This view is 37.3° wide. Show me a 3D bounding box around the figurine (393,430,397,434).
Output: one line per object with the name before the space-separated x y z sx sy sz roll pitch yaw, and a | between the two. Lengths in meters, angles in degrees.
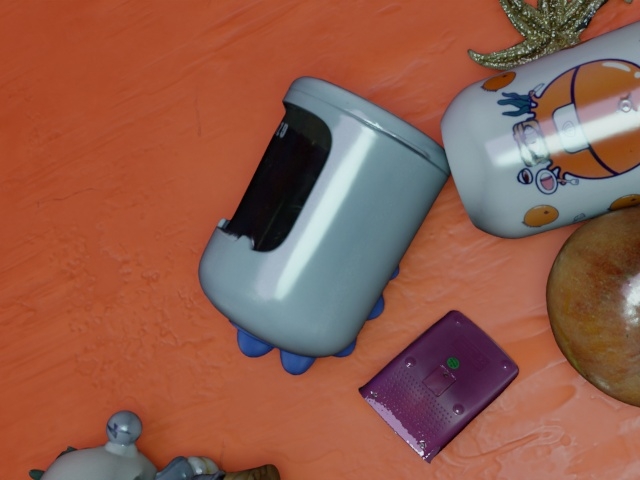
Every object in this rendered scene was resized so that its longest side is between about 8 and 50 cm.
figurine | 0.127 0.220 1.217 0.086 0.094 0.082 37 135 -8

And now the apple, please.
apple | 0.387 0.071 1.090 0.253 0.253 0.254 -3 80 18

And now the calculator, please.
calculator | 0.153 0.175 1.194 0.190 0.034 0.126 -37 69 -27

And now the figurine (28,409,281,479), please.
figurine | -0.230 0.358 1.264 0.381 0.186 0.261 -9 73 21

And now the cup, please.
cup | 0.319 -0.130 1.149 0.317 0.212 0.212 -18 76 17

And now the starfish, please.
starfish | 0.311 -0.275 1.257 0.213 0.057 0.238 -39 83 3

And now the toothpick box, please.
toothpick box | 0.000 0.000 1.227 0.263 0.263 0.355 30 92 20
